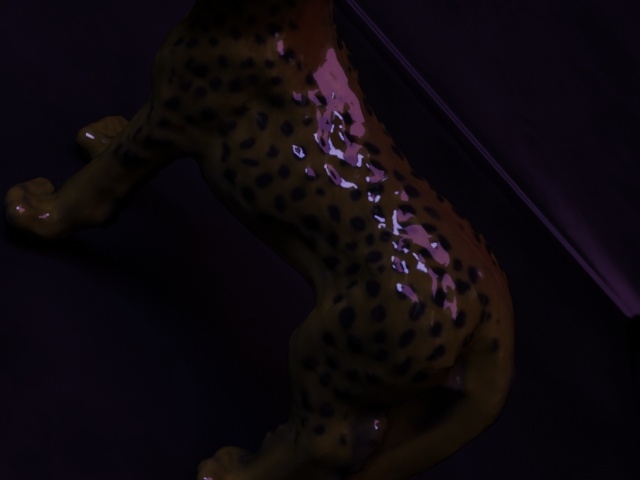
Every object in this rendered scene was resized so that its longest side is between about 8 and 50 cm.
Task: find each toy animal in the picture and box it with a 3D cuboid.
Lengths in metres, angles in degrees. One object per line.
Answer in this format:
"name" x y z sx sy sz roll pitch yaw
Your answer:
"toy animal" 0.000 0.000 0.452 0.073 0.136 0.181 -20 75 -54
